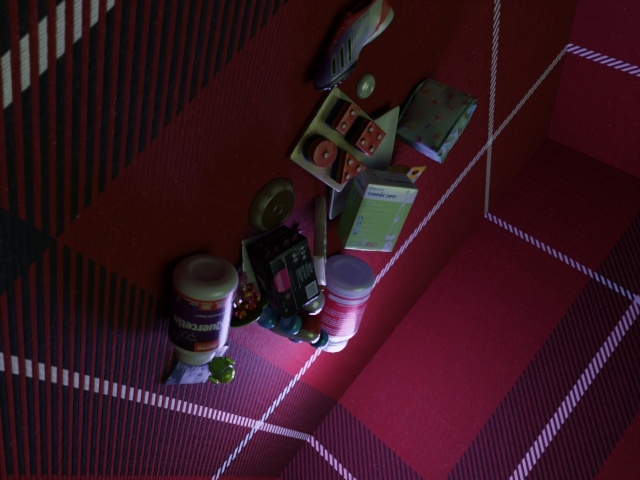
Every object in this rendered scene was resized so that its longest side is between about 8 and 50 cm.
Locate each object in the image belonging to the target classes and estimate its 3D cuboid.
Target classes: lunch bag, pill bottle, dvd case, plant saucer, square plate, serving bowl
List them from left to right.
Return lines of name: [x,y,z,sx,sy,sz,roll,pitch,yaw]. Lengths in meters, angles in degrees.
dvd case: [-0.435,0.436,1.740,0.165,0.018,0.221,-57,152,4]
pill bottle: [-0.351,0.211,1.448,0.181,0.181,0.323,-23,139,-45]
plant saucer: [-0.145,-0.105,1.574,0.198,0.036,0.199,-36,147,-29]
pill bottle: [0.079,0.282,2.136,0.229,0.229,0.408,-25,140,-43]
square plate: [0.147,-0.289,1.805,0.344,0.049,0.347,-36,147,-32]
serving bowl: [0.151,-0.499,1.604,0.083,0.027,0.083,-37,148,-28]
lunch bag: [0.433,-0.464,1.867,0.262,0.223,0.160,-58,158,3]

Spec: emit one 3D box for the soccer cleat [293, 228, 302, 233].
soccer cleat: [-0.090,-0.005,1.775,0.035,0.029,0.083,-1,118,-52]

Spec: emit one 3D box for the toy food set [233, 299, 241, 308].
toy food set: [-0.334,0.266,1.686,0.192,0.038,0.132,-22,138,-45]

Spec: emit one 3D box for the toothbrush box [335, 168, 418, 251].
toothbrush box: [0.203,-0.108,1.822,0.206,0.122,0.283,3,126,-22]

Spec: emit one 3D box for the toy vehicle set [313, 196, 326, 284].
toy vehicle set: [0.000,0.000,1.729,0.166,0.035,0.267,86,4,-51]

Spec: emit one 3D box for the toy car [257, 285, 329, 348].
toy car: [-0.069,0.239,1.777,0.219,0.210,0.238,39,64,-46]

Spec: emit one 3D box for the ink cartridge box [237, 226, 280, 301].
ink cartridge box: [-0.210,0.074,1.678,0.181,0.056,0.225,-23,120,-44]

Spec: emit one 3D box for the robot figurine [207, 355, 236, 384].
robot figurine: [-0.351,0.459,1.749,0.101,0.115,0.067,-49,153,-10]

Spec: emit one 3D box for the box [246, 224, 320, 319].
box: [-0.119,0.102,1.632,0.163,0.142,0.247,-33,130,-27]

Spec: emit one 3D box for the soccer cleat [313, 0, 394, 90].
soccer cleat: [0.071,-0.557,1.362,0.318,0.108,0.116,-51,132,-3]

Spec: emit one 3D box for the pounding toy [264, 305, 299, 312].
pounding toy: [-0.121,0.278,1.903,0.154,0.154,0.270,-35,144,-36]

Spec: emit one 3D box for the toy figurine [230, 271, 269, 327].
toy figurine: [-0.251,0.164,1.568,0.173,0.130,0.159,-35,118,-44]

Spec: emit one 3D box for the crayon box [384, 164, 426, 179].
crayon box: [0.273,-0.192,1.983,0.323,0.083,0.203,-54,163,24]

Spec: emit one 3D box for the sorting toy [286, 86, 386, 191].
sorting toy: [0.066,-0.301,1.547,0.257,0.089,0.255,28,97,-44]
